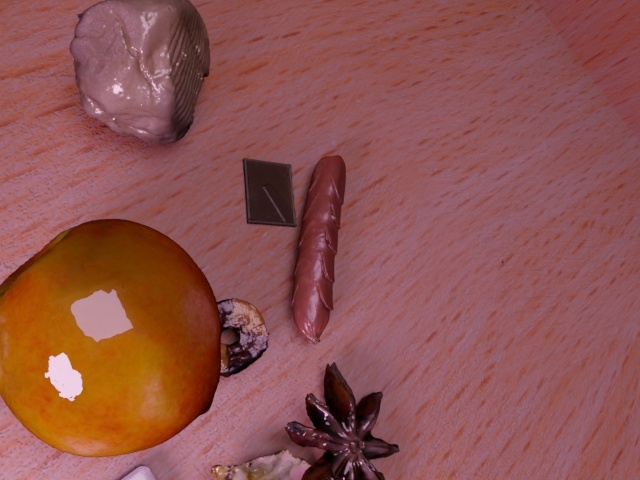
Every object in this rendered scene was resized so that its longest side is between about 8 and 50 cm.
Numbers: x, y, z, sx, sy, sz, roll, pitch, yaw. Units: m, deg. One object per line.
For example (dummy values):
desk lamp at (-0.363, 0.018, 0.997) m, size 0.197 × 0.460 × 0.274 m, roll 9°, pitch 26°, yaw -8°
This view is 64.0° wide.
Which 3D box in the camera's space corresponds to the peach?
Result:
peach at (-0.285, 0.140, 0.725) m, size 0.332 × 0.308 × 0.308 m, roll 50°, pitch 55°, yaw -13°

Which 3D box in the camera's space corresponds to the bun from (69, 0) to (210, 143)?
bun at (-0.331, -0.323, 0.932) m, size 0.205 × 0.281 × 0.281 m, roll 5°, pitch 65°, yaw 2°

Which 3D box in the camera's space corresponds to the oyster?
oyster at (-0.080, 0.422, 0.845) m, size 0.209 × 0.072 × 0.132 m, roll 11°, pitch 56°, yaw -45°

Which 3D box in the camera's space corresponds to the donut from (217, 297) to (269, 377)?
donut at (-0.165, 0.173, 0.904) m, size 0.141 × 0.059 × 0.140 m, roll 10°, pitch 66°, yaw -23°

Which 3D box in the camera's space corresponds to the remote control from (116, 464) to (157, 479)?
remote control at (-0.240, 0.465, 0.755) m, size 0.103 × 0.034 × 0.250 m, roll -31°, pitch 85°, yaw -34°

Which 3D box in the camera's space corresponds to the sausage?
sausage at (-0.002, 0.001, 1.051) m, size 0.088 × 0.088 × 0.432 m, roll 18°, pitch 62°, yaw -21°

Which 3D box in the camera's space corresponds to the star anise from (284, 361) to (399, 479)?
star anise at (0.039, 0.360, 0.906) m, size 0.288 × 0.088 × 0.288 m, roll 22°, pitch 57°, yaw -38°

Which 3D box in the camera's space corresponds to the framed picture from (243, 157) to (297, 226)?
framed picture at (-0.107, -0.101, 1.080) m, size 0.109 × 0.011 × 0.149 m, roll 4°, pitch 68°, yaw -26°
